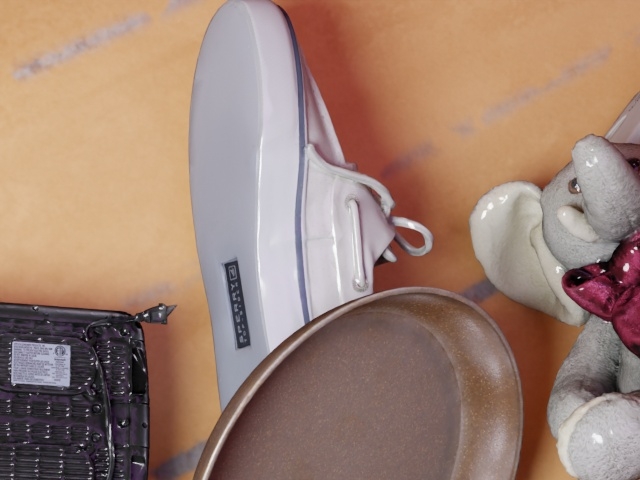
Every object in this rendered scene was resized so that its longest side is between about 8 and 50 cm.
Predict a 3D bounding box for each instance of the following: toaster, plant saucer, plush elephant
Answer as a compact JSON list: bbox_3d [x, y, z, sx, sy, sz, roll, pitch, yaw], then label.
[{"bbox_3d":[-0.200,0.130,1.298,0.185,0.110,0.168,5,73,-20],"label":"toaster"},{"bbox_3d":[0.018,0.171,1.326,0.310,0.050,0.311,-20,122,-36],"label":"plant saucer"},{"bbox_3d":[0.253,0.019,1.415,0.272,0.330,0.255,-33,78,4],"label":"plush elephant"}]

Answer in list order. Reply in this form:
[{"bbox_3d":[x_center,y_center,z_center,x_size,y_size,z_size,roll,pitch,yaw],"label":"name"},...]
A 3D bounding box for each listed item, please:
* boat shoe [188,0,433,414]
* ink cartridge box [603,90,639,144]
[{"bbox_3d":[0.005,0.000,1.406,0.156,0.136,0.367,-4,82,-30],"label":"boat shoe"},{"bbox_3d":[0.316,-0.038,1.577,0.175,0.072,0.127,41,64,-6],"label":"ink cartridge box"}]
